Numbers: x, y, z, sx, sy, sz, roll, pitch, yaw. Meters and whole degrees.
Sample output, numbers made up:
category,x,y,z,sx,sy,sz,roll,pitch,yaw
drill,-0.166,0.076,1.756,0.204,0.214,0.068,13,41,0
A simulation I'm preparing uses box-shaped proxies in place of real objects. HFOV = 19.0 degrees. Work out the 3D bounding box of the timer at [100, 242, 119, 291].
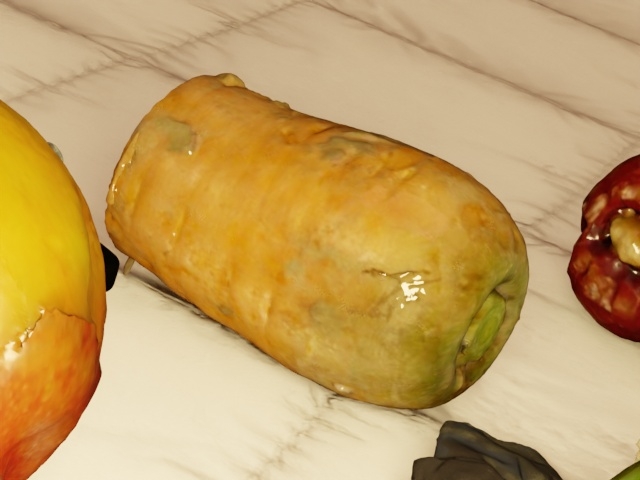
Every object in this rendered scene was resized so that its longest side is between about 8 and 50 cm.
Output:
category,x,y,z,sx,sy,sz,roll,pitch,yaw
timer,-0.277,-0.009,1.694,0.144,0.055,0.187,-6,33,-45

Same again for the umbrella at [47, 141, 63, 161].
category,x,y,z,sx,sy,sz,roll,pitch,yaw
umbrella,-0.305,-0.015,1.603,0.066,0.059,0.235,42,51,18

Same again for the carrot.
category,x,y,z,sx,sy,sz,roll,pitch,yaw
carrot,0.003,0.003,1.661,0.340,0.224,0.224,28,25,25

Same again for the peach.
category,x,y,z,sx,sy,sz,roll,pitch,yaw
peach,-0.315,0.031,1.273,0.372,0.290,0.372,18,25,-9

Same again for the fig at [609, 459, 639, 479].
category,x,y,z,sx,sy,sz,roll,pitch,yaw
fig,0.275,0.240,1.404,0.191,0.181,0.181,-3,20,12

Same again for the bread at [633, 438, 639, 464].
category,x,y,z,sx,sy,sz,roll,pitch,yaw
bread,0.325,0.219,1.594,0.106,0.082,0.125,19,10,-26

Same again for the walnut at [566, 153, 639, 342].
category,x,y,z,sx,sy,sz,roll,pitch,yaw
walnut,0.380,0.029,1.927,0.269,0.221,0.244,0,59,-53

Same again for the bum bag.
category,x,y,z,sx,sy,sz,roll,pitch,yaw
bum bag,0.113,0.223,1.436,0.137,0.074,0.310,32,25,8
